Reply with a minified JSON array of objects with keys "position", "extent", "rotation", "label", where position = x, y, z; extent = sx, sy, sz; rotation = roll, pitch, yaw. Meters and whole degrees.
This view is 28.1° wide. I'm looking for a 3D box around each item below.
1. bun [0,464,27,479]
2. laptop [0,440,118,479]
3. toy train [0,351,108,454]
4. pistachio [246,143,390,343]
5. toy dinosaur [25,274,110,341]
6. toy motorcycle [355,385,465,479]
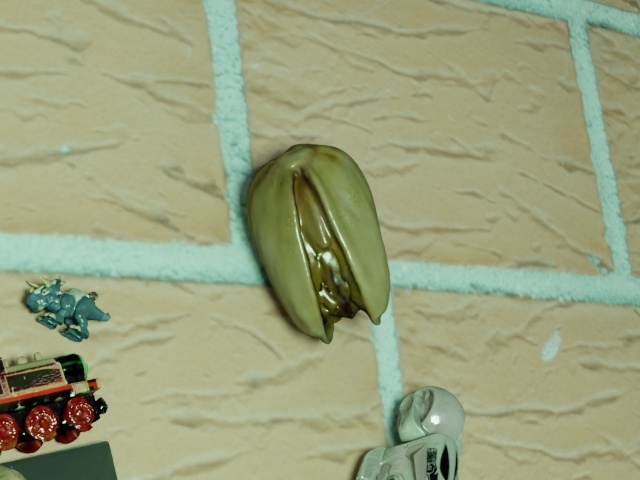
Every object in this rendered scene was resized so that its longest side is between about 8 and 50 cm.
[{"position":[-0.280,0.265,0.954],"extent":[0.193,0.178,0.127],"rotation":[-41,119,-33],"label":"bun"},{"position":[-0.219,0.271,1.098],"extent":[0.129,0.016,0.180],"rotation":[-7,78,-38],"label":"laptop"},{"position":[-0.253,0.138,1.101],"extent":[0.138,0.050,0.087],"rotation":[-9,75,-39],"label":"toy train"},{"position":[0.000,0.000,1.303],"extent":[0.130,0.131,0.206],"rotation":[-18,89,6],"label":"pistachio"},{"position":[-0.228,0.060,1.160],"extent":[0.083,0.030,0.047],"rotation":[30,59,-25],"label":"toy dinosaur"},{"position":[0.095,0.255,1.277],"extent":[0.112,0.112,0.254],"rotation":[37,54,-20],"label":"toy motorcycle"}]
